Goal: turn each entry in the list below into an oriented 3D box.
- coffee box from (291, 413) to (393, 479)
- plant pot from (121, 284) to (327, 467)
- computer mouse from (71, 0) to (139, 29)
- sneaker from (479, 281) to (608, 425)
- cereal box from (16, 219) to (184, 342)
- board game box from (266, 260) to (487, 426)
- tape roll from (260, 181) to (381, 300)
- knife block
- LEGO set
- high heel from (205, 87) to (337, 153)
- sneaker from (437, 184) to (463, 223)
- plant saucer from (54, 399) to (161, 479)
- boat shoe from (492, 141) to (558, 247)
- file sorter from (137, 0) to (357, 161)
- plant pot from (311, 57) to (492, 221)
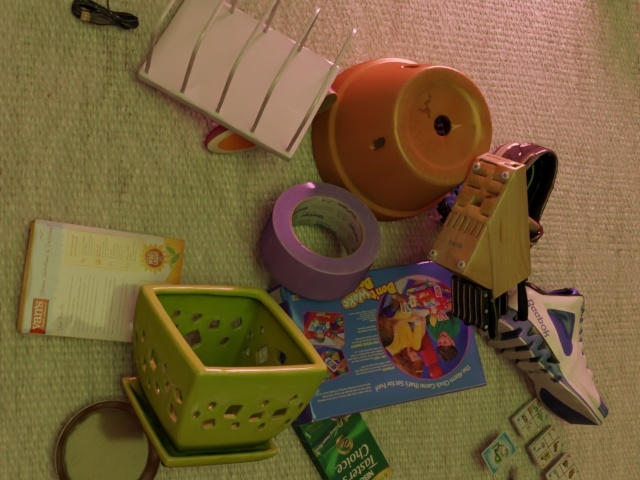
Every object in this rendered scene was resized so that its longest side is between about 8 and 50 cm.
[{"bbox_3d":[0.039,0.358,1.752,0.113,0.040,0.184,-32,101,-25],"label":"coffee box"},{"bbox_3d":[-0.161,0.211,1.531,0.228,0.227,0.207,5,119,-36],"label":"plant pot"},{"bbox_3d":[-0.336,-0.434,1.606,0.106,0.042,0.193,2,92,-22],"label":"computer mouse"},{"bbox_3d":[0.456,0.193,1.917,0.315,0.127,0.182,47,66,-16],"label":"sneaker"},{"bbox_3d":[-0.337,0.068,1.574,0.240,0.047,0.173,9,84,-26],"label":"cereal box"},{"bbox_3d":[0.099,0.169,1.747,0.347,0.078,0.234,-7,78,-27],"label":"board game box"},{"bbox_3d":[0.000,0.000,1.681,0.188,0.080,0.189,12,50,-15],"label":"tape roll"},{"bbox_3d":[0.303,0.021,1.721,0.242,0.088,0.276,26,90,-44],"label":"knife block"},{"bbox_3d":[0.368,0.439,1.923,0.244,0.060,0.183,-36,100,-33],"label":"LEGO set"},{"bbox_3d":[-0.099,-0.235,1.713,0.244,0.082,0.117,-29,61,-9],"label":"high heel"},{"bbox_3d":[0.252,-0.082,1.874,0.058,0.084,0.152,42,34,-35],"label":"sneaker"},{"bbox_3d":[-0.330,0.330,1.576,0.168,0.029,0.169,1,88,-27],"label":"plant saucer"},{"bbox_3d":[0.334,-0.030,1.870,0.132,0.130,0.356,27,76,-23],"label":"boat shoe"},{"bbox_3d":[-0.111,-0.296,1.586,0.277,0.173,0.193,29,67,-3],"label":"file sorter"},{"bbox_3d":[0.157,-0.182,1.750,0.290,0.203,0.291,1,88,-27],"label":"plant pot"}]
